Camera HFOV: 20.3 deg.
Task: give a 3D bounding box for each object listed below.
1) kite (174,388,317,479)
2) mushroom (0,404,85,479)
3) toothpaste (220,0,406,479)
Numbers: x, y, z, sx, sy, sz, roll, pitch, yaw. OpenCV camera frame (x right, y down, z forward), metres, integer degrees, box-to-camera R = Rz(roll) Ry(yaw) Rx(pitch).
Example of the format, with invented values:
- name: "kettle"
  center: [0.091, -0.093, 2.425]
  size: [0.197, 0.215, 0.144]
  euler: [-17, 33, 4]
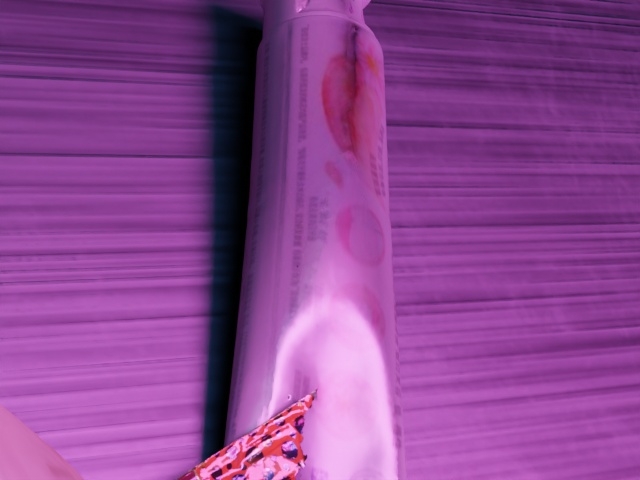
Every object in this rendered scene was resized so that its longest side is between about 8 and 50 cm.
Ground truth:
- name: "kite"
  center: [-0.062, 0.147, 0.714]
  size: [0.125, 0.008, 0.222]
  euler: [16, 57, -21]
- name: "mushroom"
  center: [-0.197, 0.180, 0.371]
  size: [0.353, 0.353, 0.325]
  euler: [11, 67, -33]
- name: "toothpaste"
  center: [0.000, 0.000, 0.857]
  size: [0.100, 0.066, 0.323]
  euler: [19, 53, -26]
